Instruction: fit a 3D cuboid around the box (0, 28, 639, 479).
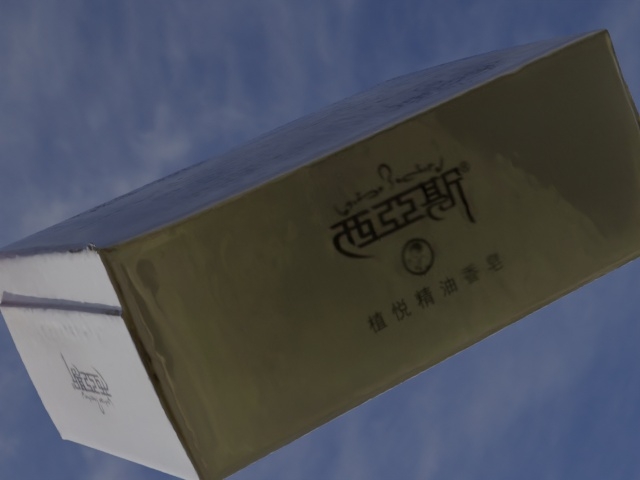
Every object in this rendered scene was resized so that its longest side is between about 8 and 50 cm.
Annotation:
[{"bbox_3d":[0.001,0.003,0.798,0.274,0.203,0.116,-25,-81,-24],"label":"box"}]
